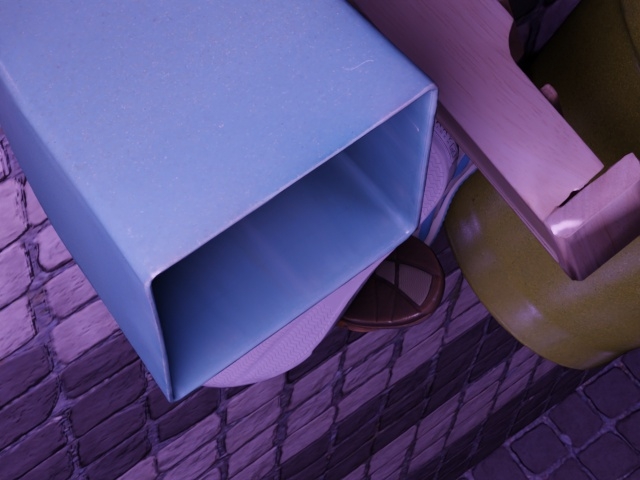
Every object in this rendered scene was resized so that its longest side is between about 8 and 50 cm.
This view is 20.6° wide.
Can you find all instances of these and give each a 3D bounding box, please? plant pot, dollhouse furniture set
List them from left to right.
[{"bbox_3d":[-0.081,-0.078,0.892,0.166,0.234,0.165,-34,161,-15],"label":"plant pot"},{"bbox_3d":[0.304,-0.070,1.548,0.353,0.366,0.366,-38,166,35],"label":"plant pot"},{"bbox_3d":[0.233,-0.203,1.142,0.394,0.256,0.362,-39,165,2],"label":"dollhouse furniture set"}]

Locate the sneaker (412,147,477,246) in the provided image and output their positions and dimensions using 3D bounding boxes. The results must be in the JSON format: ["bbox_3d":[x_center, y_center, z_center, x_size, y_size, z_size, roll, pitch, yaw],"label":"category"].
[{"bbox_3d":[0.071,-0.057,1.483,0.092,0.087,0.228,6,128,-49],"label":"sneaker"}]

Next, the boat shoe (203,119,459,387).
[{"bbox_3d":[0.000,0.000,1.398,0.335,0.121,0.119,-39,-172,32],"label":"boat shoe"}]

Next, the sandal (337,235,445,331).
[{"bbox_3d":[0.029,0.047,1.465,0.219,0.060,0.090,-11,-129,47],"label":"sandal"}]
